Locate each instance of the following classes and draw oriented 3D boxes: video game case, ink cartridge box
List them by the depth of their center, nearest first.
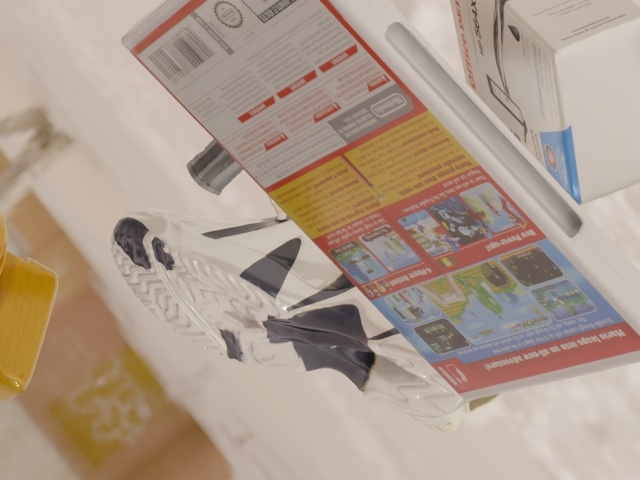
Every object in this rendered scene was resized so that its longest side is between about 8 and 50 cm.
[{"bbox_3d":[0.035,-0.034,1.023,0.285,0.025,0.204,46,154,-10],"label":"video game case"},{"bbox_3d":[0.181,-0.145,1.557,0.203,0.085,0.148,-127,18,-52],"label":"ink cartridge box"}]

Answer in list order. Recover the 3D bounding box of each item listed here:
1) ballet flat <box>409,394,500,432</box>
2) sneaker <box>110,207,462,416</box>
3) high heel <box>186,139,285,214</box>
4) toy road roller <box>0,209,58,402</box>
[{"bbox_3d":[0.124,0.122,1.749,0.077,0.221,0.079,27,123,37],"label":"ballet flat"},{"bbox_3d":[0.000,0.000,1.229,0.235,0.153,0.094,17,143,8],"label":"sneaker"},{"bbox_3d":[0.012,-0.099,1.908,0.261,0.186,0.093,14,-141,-56],"label":"high heel"},{"bbox_3d":[-0.405,0.066,1.888,0.240,0.203,0.329,32,143,-27],"label":"toy road roller"}]
